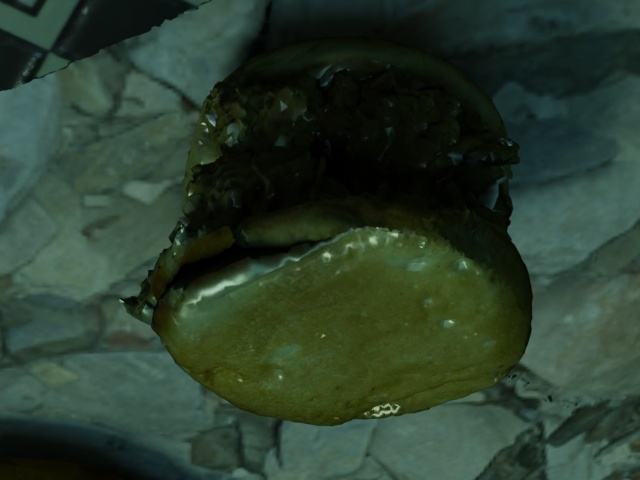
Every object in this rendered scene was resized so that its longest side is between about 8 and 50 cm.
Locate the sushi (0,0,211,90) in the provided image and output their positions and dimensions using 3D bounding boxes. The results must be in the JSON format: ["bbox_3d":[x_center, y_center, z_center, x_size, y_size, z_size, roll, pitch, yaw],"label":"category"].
[{"bbox_3d":[-0.095,-0.156,0.442,0.220,0.047,0.231,-22,130,8],"label":"sushi"}]

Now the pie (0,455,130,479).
[{"bbox_3d":[-0.176,0.221,0.720,0.274,0.069,0.273,-6,124,-9],"label":"pie"}]

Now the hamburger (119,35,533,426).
[{"bbox_3d":[0.000,0.000,0.545,0.185,0.131,0.159,-19,139,14],"label":"hamburger"}]
